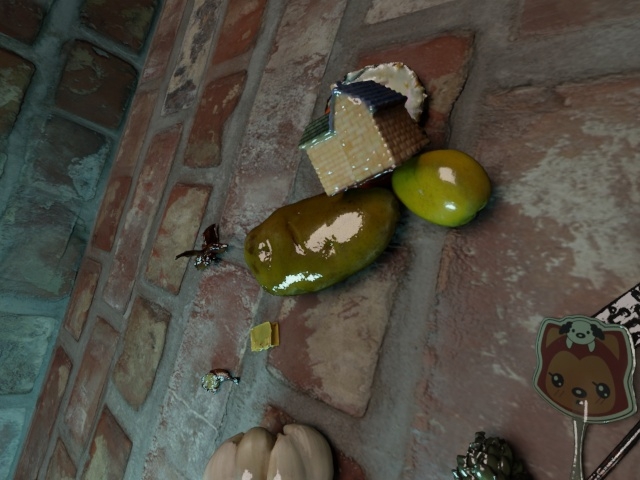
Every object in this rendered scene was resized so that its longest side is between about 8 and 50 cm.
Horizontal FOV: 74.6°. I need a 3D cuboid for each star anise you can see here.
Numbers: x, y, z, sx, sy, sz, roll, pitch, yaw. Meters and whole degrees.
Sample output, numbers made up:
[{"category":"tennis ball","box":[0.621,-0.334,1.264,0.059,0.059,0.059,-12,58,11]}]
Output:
[{"category":"star anise","box":[-0.366,0.025,1.244,0.140,0.144,0.159,35,102,54]}]

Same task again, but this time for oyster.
[{"category":"oyster","box":[0.110,-0.282,0.919,0.259,0.092,0.199,3,80,28]}]

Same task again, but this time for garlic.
[{"category":"garlic","box":[-0.126,0.456,0.819,0.281,0.184,0.203,-48,32,23]}]

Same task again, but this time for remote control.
[{"category":"remote control","box":[0.438,0.058,0.513,0.245,0.025,0.063,-47,47,23]}]

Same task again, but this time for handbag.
[{"category":"handbag","box":[-0.136,0.234,1.019,0.083,0.027,0.061,-28,57,38]}]

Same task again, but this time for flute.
[{"category":"flute","box":[0.408,0.197,0.502,0.014,0.014,0.270,43,107,44]}]

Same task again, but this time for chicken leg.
[{"category":"chicken leg","box":[-0.267,0.364,1.096,0.145,0.037,0.062,-34,76,33]}]

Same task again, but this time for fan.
[{"category":"fan","box":[0.340,0.208,0.550,0.132,0.009,0.220,-9,72,58]}]

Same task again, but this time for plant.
[{"category":"plant","box":[0.243,0.336,0.565,0.092,0.094,0.143,-54,55,36]}]

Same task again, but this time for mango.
[{"category":"mango","box":[0.202,-0.096,0.732,0.098,0.138,0.195,-31,35,-22]}]

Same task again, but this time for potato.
[{"category":"potato","box":[0.000,0.000,0.885,0.368,0.177,0.196,-20,28,31]}]

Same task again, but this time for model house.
[{"category":"model house","box":[0.064,-0.193,0.747,0.182,0.166,0.172,-23,101,41]}]

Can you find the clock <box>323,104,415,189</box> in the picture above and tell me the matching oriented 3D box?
[{"category":"clock","box":[0.093,-0.201,0.852,0.205,0.205,0.051,-29,13,35]}]
